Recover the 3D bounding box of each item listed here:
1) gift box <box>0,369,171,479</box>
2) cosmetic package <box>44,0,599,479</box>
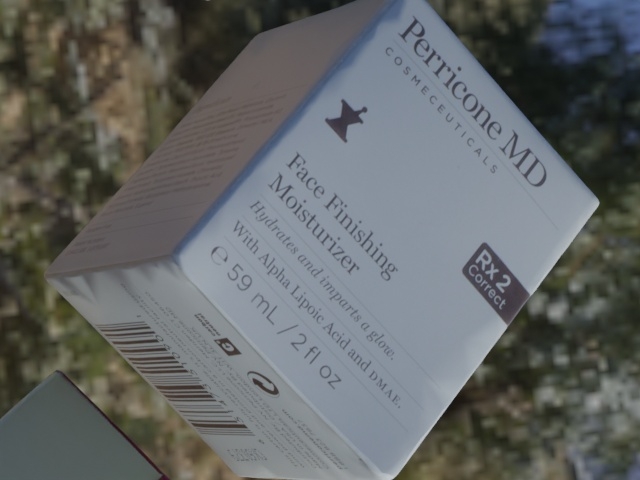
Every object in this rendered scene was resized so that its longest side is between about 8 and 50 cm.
[{"bbox_3d":[-0.172,0.238,0.978,0.255,0.258,0.276,41,-38,7],"label":"gift box"},{"bbox_3d":[0.000,0.000,0.956,0.151,0.183,0.151,47,-24,-18],"label":"cosmetic package"}]
